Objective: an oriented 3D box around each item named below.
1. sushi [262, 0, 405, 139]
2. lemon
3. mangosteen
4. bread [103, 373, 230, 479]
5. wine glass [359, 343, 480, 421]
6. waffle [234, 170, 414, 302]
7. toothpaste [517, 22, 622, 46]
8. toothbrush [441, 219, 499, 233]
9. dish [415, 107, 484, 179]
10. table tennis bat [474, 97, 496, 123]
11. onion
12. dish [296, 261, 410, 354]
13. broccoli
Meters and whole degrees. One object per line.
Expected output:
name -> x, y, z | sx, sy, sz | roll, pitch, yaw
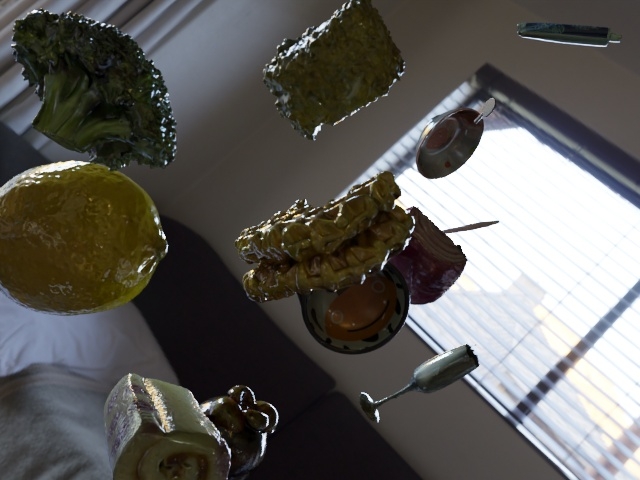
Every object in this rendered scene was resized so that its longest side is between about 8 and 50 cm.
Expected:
sushi -> 0.025, -0.456, 1.588 | 0.240, 0.351, 0.397 | 53, 24, -19
lemon -> -0.481, -0.003, 1.186 | 0.336, 0.336, 0.336 | 45, -8, 8
mangosteen -> -0.204, 0.427, 1.323 | 0.210, 0.210, 0.210 | 45, -8, 8
bread -> -0.294, 0.361, 1.094 | 0.187, 0.155, 0.338 | 22, -4, -23
wine glass -> 0.200, 0.281, 1.204 | 0.074, 0.262, 0.074 | 47, 23, -26
waffle -> 0.000, 0.000, 1.087 | 0.324, 0.261, 0.151 | -17, -73, 45
toothpaste -> 0.670, -0.559, 1.629 | 0.268, 0.069, 0.047 | 9, -16, 11
toothbrush -> 0.370, -0.030, 1.755 | 0.025, 0.307, 0.030 | -101, 179, -76
dish -> 0.392, -0.324, 1.922 | 0.085, 0.260, 0.260 | 52, -2, 38
table tennis bat -> 0.446, -0.350, 1.635 | 0.007, 0.083, 0.050 | 18, 45, -22
onion -> 0.250, 0.068, 1.644 | 0.250, 0.247, 0.111 | 43, 21, 1
dish -> 0.079, 0.141, 1.539 | 0.303, 0.303, 0.120 | 49, 6, -17
broccoli -> -0.302, -0.198, 0.817 | 0.198, 0.176, 0.226 | -7, -17, 43
